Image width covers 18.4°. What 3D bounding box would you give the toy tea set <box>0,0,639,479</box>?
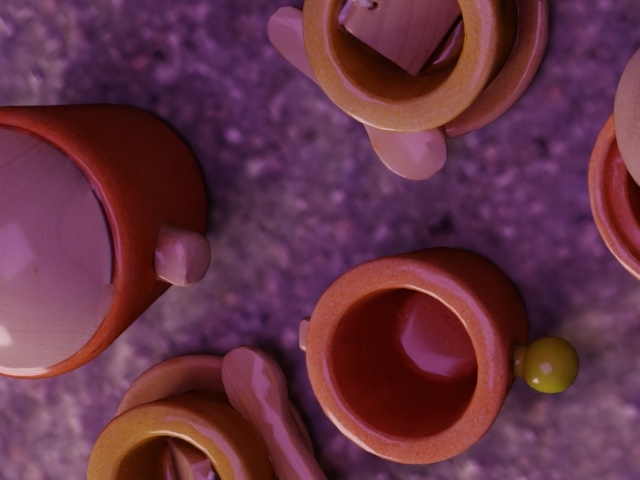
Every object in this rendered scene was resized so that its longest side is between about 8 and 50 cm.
[{"bbox_3d":[0.000,0.000,0.653,0.336,0.124,0.200,-31,89,27],"label":"toy tea set"}]
